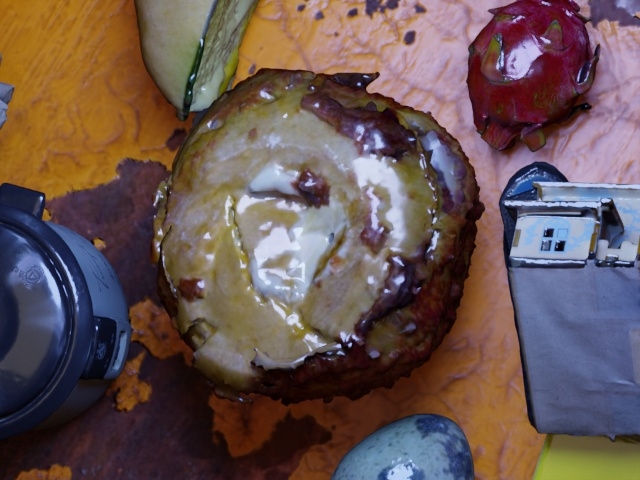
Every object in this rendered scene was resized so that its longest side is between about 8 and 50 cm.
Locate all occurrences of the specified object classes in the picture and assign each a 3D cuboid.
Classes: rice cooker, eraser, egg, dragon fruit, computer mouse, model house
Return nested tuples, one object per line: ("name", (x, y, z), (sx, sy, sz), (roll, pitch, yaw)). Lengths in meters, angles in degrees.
("rice cooker", (-0.325, 0.084, 1.945), (0.241, 0.227, 0.280), (17, 89, 13))
("eraser", (0.274, 0.289, 1.883), (0.158, 0.069, 0.226), (18, 90, 15))
("egg", (0.079, 0.253, 1.891), (0.141, 0.141, 0.181), (33, 89, 12))
("dragon fruit", (0.204, -0.167, 1.899), (0.136, 0.133, 0.166), (34, 104, 21))
("computer mouse", (0.220, -0.013, 1.927), (0.079, 0.047, 0.135), (-2, 97, 6))
("model house", (0.272, 0.032, 1.810), (0.178, 0.271, 0.206), (-1, 42, 17))

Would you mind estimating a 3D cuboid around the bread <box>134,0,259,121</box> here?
("bread", (-0.130, -0.255, 1.962), (0.133, 0.174, 0.251), (23, 95, 16))

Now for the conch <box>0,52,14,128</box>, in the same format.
("conch", (-0.426, -0.136, 1.998), (0.210, 0.352, 0.297), (-10, 44, -23))

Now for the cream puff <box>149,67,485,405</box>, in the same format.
("cream puff", (0.005, -0.001, 1.880), (0.350, 0.229, 0.350), (-4, 80, 22))
